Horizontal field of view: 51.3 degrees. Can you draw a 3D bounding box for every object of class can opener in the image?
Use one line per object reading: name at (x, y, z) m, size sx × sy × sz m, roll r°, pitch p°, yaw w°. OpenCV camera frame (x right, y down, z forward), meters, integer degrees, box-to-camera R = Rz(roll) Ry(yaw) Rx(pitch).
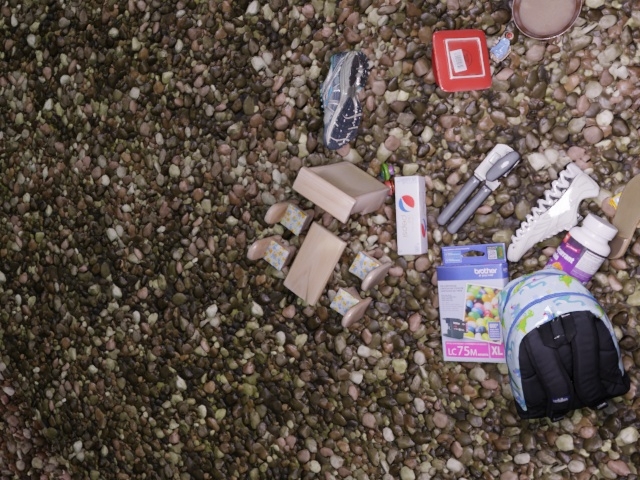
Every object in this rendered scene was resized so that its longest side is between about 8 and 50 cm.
can opener at (0.413, -0.138, 1.762) m, size 0.074 × 0.093 × 0.280 m, roll 44°, pitch 114°, yaw 15°

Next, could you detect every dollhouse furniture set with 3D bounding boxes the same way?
dollhouse furniture set at (0.000, 0.000, 1.834) m, size 0.362 × 0.256 × 0.394 m, roll 35°, pitch 114°, yaw 19°

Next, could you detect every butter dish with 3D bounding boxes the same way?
butter dish at (0.353, -0.464, 1.759) m, size 0.159 × 0.118 × 0.160 m, roll -9°, pitch 90°, yaw -19°

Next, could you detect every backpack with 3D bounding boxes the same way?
backpack at (0.556, 0.239, 1.578) m, size 0.289 × 0.355 × 0.274 m, roll -20°, pitch 52°, yaw 15°

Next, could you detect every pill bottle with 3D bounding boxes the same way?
pill bottle at (0.642, 0.034, 1.643) m, size 0.108 × 0.108 × 0.194 m, roll 36°, pitch 112°, yaw 19°

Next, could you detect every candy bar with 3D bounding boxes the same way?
candy bar at (0.782, -0.129, 1.629) m, size 0.161 × 0.018 × 0.040 m, roll -38°, pitch 78°, yaw 21°

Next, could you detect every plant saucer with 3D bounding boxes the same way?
plant saucer at (0.575, -0.594, 1.691) m, size 0.168 × 0.029 × 0.169 m, roll 2°, pitch 94°, yaw 25°

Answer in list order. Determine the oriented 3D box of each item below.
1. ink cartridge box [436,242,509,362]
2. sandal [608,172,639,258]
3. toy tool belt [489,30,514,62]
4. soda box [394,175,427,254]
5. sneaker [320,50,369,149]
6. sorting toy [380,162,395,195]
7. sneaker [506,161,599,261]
ink cartridge box at (0.411, 0.167, 1.781) m, size 0.185 × 0.065 × 0.312 m, roll -4°, pitch 89°, yaw 32°
sandal at (0.770, -0.062, 1.616) m, size 0.088 × 0.079 × 0.240 m, roll 55°, pitch 136°, yaw 49°
toy tool belt at (0.472, -0.506, 1.730) m, size 0.052 × 0.051 × 0.083 m, roll 38°, pitch 107°, yaw 18°
soda box at (0.252, -0.069, 1.842) m, size 0.069 × 0.074 × 0.216 m, roll -1°, pitch 92°, yaw 24°
sneaker at (0.053, -0.402, 1.915) m, size 0.122 × 0.110 × 0.283 m, roll 21°, pitch 99°, yaw 40°
sorting toy at (0.198, -0.177, 1.870) m, size 0.042 × 0.061 × 0.102 m, roll -14°, pitch 126°, yaw -5°
sneaker at (0.581, -0.052, 1.683) m, size 0.118 × 0.110 × 0.292 m, roll 38°, pitch 108°, yaw 9°
